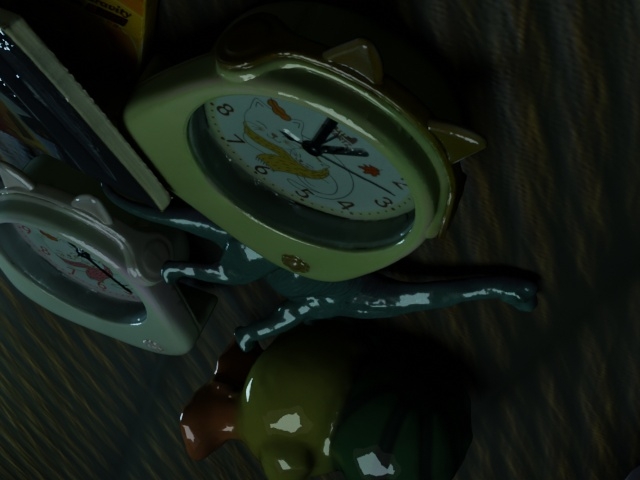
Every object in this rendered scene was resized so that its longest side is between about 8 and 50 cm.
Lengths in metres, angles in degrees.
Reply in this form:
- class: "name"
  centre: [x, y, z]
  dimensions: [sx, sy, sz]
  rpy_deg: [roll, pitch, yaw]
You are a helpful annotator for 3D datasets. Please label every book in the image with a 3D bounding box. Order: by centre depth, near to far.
- class: "book"
  centre: [-0.324, -0.166, 1.414]
  dimensions: [0.374, 0.028, 0.262]
  rpy_deg: [24, 160, 44]

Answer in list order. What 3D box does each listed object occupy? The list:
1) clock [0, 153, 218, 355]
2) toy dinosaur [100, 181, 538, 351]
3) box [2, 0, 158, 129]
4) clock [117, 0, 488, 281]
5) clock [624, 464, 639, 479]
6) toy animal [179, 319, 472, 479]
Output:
- class: "clock"
  centre: [-0.272, 0.005, 1.688]
  dimensions: [0.265, 0.109, 0.324]
  rpy_deg: [21, 154, 18]
- class: "toy dinosaur"
  centre: [0.000, 0.000, 1.506]
  dimensions: [0.383, 0.129, 0.331]
  rpy_deg: [38, 141, -27]
- class: "box"
  centre: [-0.237, -0.203, 1.380]
  dimensions: [0.152, 0.043, 0.269]
  rpy_deg: [24, 152, 1]
- class: "clock"
  centre: [-0.001, -0.098, 1.298]
  dimensions: [0.286, 0.117, 0.348]
  rpy_deg: [38, 149, -22]
- class: "clock"
  centre: [0.494, 0.430, 1.673]
  dimensions: [0.376, 0.250, 0.368]
  rpy_deg: [26, 152, 12]
- class: "toy animal"
  centre: [0.018, 0.197, 1.711]
  dimensions: [0.338, 0.216, 0.191]
  rpy_deg: [13, 127, 13]
